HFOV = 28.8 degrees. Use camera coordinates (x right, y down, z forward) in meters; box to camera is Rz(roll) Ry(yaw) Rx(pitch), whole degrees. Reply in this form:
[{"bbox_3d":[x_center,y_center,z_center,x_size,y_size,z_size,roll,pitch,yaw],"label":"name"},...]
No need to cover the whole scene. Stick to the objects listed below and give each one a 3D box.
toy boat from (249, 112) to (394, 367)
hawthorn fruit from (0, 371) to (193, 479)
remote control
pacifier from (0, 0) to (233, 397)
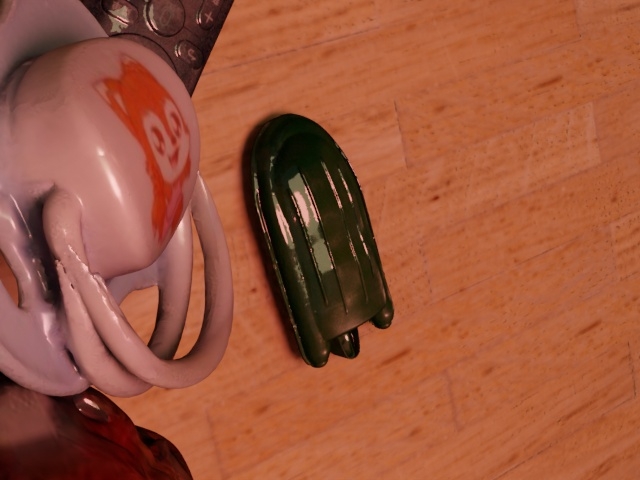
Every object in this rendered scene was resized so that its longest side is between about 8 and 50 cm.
[{"bbox_3d":[0.000,0.000,0.998,0.104,0.052,0.210,-28,108,-31],"label":"toy boat"},{"bbox_3d":[-0.188,0.239,0.737,0.308,0.324,0.308,-18,90,-74],"label":"hawthorn fruit"},{"bbox_3d":[-0.113,-0.180,0.902,0.107,0.044,0.378,29,75,-29],"label":"remote control"},{"bbox_3d":[-0.192,-0.017,0.735,0.299,0.233,0.244,-67,143,-64],"label":"pacifier"}]
